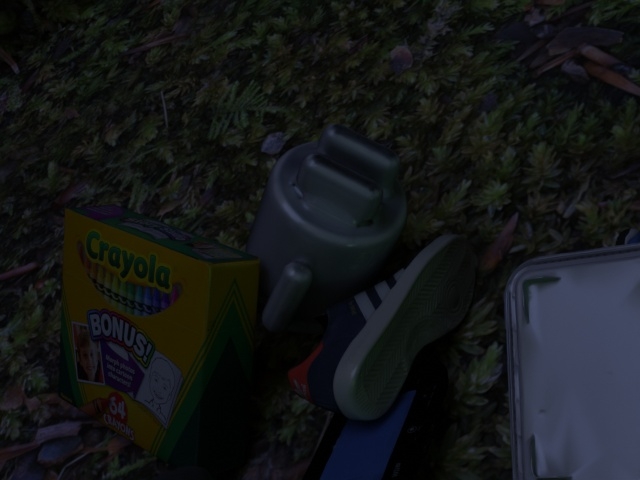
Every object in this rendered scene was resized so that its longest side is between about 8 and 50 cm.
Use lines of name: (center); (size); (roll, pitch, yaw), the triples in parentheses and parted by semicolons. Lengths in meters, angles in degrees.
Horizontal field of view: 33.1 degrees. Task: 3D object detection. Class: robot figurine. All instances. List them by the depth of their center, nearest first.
robot figurine: (0.000, 0.000, 1.543); (0.200, 0.353, 0.300); (30, 48, 7)

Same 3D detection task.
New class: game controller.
game controller: (0.064, 0.262, 1.355); (0.166, 0.067, 0.319); (-29, 17, 32)

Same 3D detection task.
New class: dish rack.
dish rack: (0.347, 0.157, 1.268); (0.286, 0.072, 0.332); (-9, 70, 27)

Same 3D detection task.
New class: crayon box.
crayon box: (-0.252, 0.136, 1.599); (0.363, 0.106, 0.313); (18, 109, 43)

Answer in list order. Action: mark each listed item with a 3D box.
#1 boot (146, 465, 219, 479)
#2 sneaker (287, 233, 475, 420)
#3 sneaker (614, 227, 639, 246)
boot: (-0.237, 0.533, 1.241); (0.367, 0.146, 0.445); (-38, 42, 25)
sneaker: (0.082, 0.102, 1.471); (0.148, 0.131, 0.350); (1, 31, 41)
sneaker: (0.419, 0.078, 1.362); (0.081, 0.080, 0.211); (-12, 58, 17)
